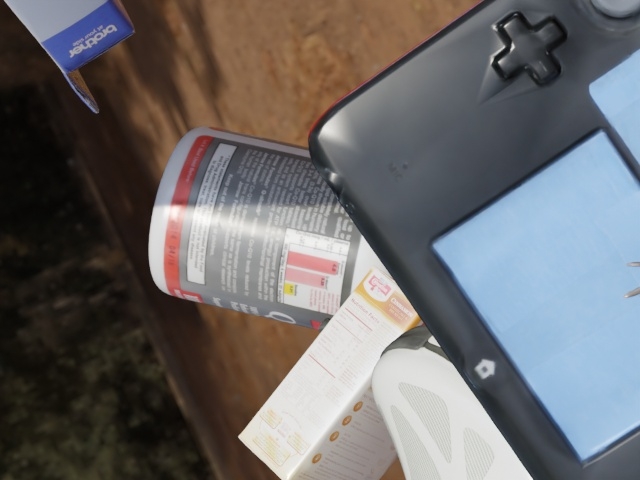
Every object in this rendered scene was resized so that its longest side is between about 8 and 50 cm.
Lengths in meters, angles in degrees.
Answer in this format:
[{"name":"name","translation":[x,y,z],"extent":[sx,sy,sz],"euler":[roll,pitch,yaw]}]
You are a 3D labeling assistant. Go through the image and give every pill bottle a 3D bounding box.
[{"name":"pill bottle","translation":[0.000,0.000,1.821],"extent":[0.210,0.363,0.210],"euler":[13,-90,-79]}]

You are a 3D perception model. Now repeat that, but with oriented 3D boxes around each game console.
[{"name":"game console","translation":[0.231,-0.006,0.973],"extent":[0.386,0.342,0.060],"euler":[55,-175,-2]}]

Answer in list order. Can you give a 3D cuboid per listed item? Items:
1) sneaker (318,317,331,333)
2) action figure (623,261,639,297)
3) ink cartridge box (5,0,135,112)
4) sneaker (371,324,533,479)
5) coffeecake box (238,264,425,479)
[{"name":"sneaker","translation":[0.019,0.095,1.424],"extent":[0.035,0.031,0.083],"euler":[27,152,23]},{"name":"action figure","translation":[0.300,-0.002,0.848],"extent":[0.185,0.285,0.099],"euler":[63,-152,-16]},{"name":"ink cartridge box","translation":[-0.206,-0.225,0.920],"extent":[0.185,0.065,0.311],"euler":[59,179,31]},{"name":"sneaker","translation":[0.110,0.284,1.073],"extent":[0.447,0.258,0.169],"euler":[57,154,14]},{"name":"coffeecake box","translation":[0.038,0.130,1.335],"extent":[0.068,0.185,0.142],"euler":[40,-178,32]}]
